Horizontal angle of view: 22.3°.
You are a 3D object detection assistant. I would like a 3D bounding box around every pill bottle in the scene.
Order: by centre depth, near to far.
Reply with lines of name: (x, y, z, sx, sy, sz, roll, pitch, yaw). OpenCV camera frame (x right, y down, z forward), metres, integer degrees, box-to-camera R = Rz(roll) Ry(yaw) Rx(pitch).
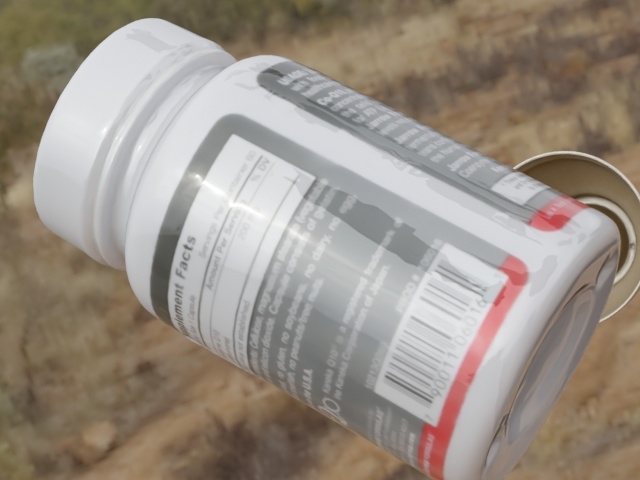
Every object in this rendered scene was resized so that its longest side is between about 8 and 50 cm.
pill bottle: (0.000, 0.000, 0.864, 0.283, 0.161, 0.161, 28, 40, 19)

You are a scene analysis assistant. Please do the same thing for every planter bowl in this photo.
planter bowl: (0.237, 0.002, 1.506, 0.162, 0.162, 0.109, -11, -6, 22)
